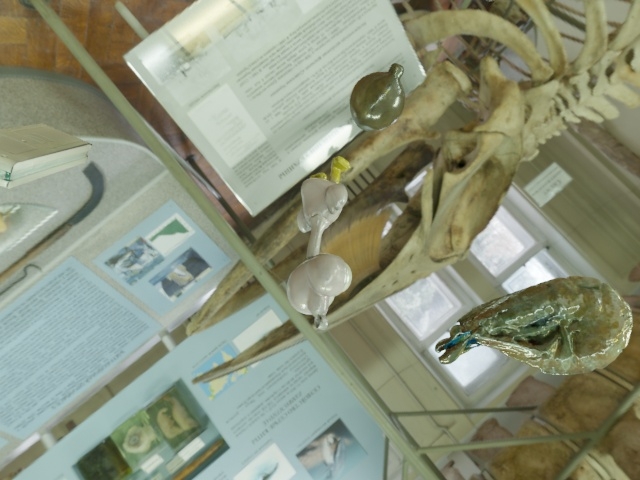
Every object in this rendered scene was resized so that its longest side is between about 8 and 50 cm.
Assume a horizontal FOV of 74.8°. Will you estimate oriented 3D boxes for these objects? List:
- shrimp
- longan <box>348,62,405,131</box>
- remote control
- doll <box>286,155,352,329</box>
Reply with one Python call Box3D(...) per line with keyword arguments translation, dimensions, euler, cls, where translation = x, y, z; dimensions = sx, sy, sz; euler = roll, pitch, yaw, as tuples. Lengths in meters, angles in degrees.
Box3D(translation=(0.498, 0.221, 1.003), dimensions=(0.445, 0.221, 0.110), euler=(-17, 158, 13), cls="shrimp")
Box3D(translation=(0.170, -0.414, 1.205), dimensions=(0.204, 0.159, 0.185), euler=(-55, -168, 37), cls="longan")
Box3D(translation=(-0.537, -0.160, 0.768), dimensions=(0.277, 0.102, 0.056), euler=(-102, -145, -70), cls="remote control")
Box3D(translation=(-0.001, 0.000, 0.846), dimensions=(0.094, 0.365, 0.160), euler=(18, 149, -32), cls="doll")
